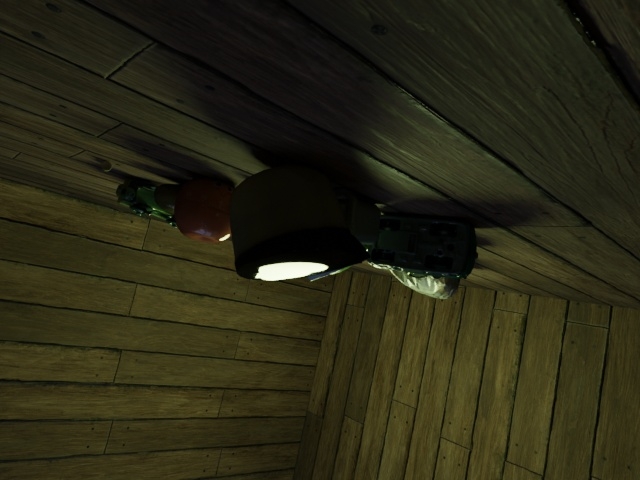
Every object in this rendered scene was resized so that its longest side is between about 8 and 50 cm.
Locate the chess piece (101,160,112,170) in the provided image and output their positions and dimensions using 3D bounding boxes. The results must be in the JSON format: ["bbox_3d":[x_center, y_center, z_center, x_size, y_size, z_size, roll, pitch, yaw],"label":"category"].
[{"bbox_3d":[-0.790,-0.270,1.663,0.035,0.035,0.092,16,176,-26],"label":"chess piece"}]

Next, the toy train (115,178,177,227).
[{"bbox_3d":[-0.731,-0.167,1.967,0.237,0.150,0.369,15,174,32],"label":"toy train"}]

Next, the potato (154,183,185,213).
[{"bbox_3d":[-0.493,-0.145,1.747,0.298,0.141,0.176,25,154,-32],"label":"potato"}]

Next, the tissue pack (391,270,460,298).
[{"bbox_3d":[0.513,0.175,2.337,0.376,0.194,0.390,13,174,26],"label":"tissue pack"}]

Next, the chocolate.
[{"bbox_3d":[-0.078,-0.060,1.172,0.326,0.296,0.314,-13,167,31],"label":"chocolate"}]

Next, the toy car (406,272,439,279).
[{"bbox_3d":[0.450,0.063,1.766,0.248,0.142,0.200,-18,159,28],"label":"toy car"}]

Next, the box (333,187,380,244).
[{"bbox_3d":[0.034,-0.064,1.427,0.312,0.175,0.183,5,179,43],"label":"box"}]

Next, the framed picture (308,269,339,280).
[{"bbox_3d":[-0.030,0.018,1.710,0.244,0.013,0.323,-24,124,25],"label":"framed picture"}]

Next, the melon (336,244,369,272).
[{"bbox_3d":[0.052,0.049,1.818,0.196,0.124,0.323,21,127,-20],"label":"melon"}]

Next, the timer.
[{"bbox_3d":[-0.389,-0.107,1.572,0.230,0.214,0.229,9,167,2],"label":"timer"}]

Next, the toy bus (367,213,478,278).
[{"bbox_3d":[0.340,0.024,1.473,0.344,0.183,0.199,8,175,35],"label":"toy bus"}]
